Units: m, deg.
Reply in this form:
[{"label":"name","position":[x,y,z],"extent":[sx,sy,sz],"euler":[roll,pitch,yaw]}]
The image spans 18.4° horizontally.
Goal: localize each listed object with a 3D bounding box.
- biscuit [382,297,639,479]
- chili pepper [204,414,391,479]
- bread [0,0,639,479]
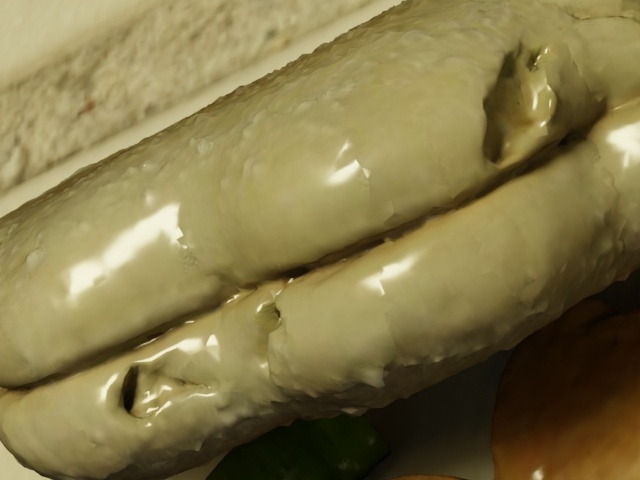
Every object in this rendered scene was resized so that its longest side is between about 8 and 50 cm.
[{"label":"biscuit","position":[0.076,0.124,0.573],"extent":[0.289,0.044,0.202],"euler":[-52,46,4]},{"label":"chili pepper","position":[-0.056,0.121,0.673],"extent":[0.201,0.052,0.050],"euler":[-42,63,16]},{"label":"bread","position":[-0.001,-0.005,0.592],"extent":[0.337,0.183,0.102],"euler":[-23,95,29]}]
